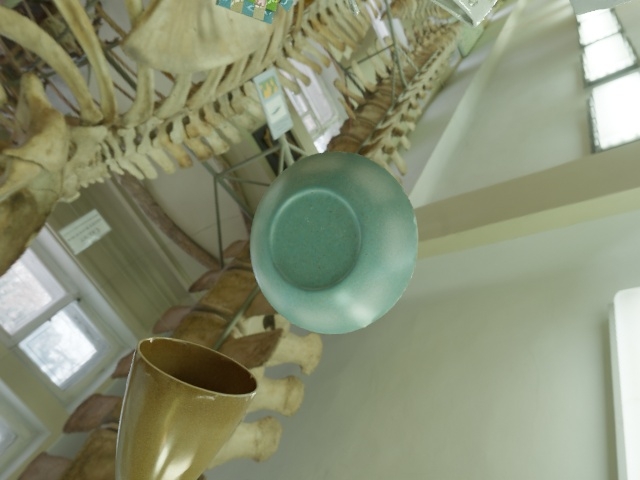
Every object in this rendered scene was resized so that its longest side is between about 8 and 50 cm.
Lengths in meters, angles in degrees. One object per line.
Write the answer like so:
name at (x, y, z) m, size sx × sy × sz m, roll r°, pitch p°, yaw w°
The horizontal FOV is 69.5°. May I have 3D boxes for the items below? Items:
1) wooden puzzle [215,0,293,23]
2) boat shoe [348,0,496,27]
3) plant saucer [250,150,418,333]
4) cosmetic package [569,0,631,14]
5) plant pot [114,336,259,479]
wooden puzzle at (-0.054, -0.199, 0.353) m, size 0.083 × 0.049 × 0.006 m, roll -1°, pitch -157°, yaw -39°
boat shoe at (0.068, -0.385, 0.611) m, size 0.136 × 0.367 × 0.156 m, roll -93°, pitch -154°, yaw -66°
plant saucer at (0.000, 0.000, 0.474) m, size 0.195 × 0.194 × 0.037 m, roll -23°, pitch 167°, yaw 22°
cosmetic package at (0.701, -0.648, 0.856) m, size 0.453 × 0.161 × 0.230 m, roll -37°, pitch -164°, yaw 8°
plant pot at (-0.274, 0.344, 0.854) m, size 0.254 × 0.237 × 0.237 m, roll -66°, pitch -156°, yaw -2°
